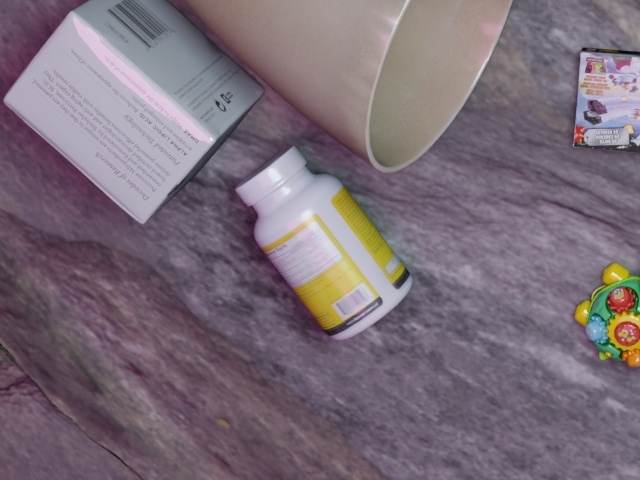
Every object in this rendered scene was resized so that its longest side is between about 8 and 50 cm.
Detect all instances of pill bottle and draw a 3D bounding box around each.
[{"bbox_3d":[0.000,0.000,1.717,0.103,0.103,0.184,-34,98,23],"label":"pill bottle"}]

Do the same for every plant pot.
[{"bbox_3d":[0.000,-0.233,1.577,0.274,0.256,0.256,28,115,21],"label":"plant pot"}]

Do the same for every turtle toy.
[{"bbox_3d":[0.307,0.068,1.683,0.095,0.066,0.130,33,114,1],"label":"turtle toy"}]

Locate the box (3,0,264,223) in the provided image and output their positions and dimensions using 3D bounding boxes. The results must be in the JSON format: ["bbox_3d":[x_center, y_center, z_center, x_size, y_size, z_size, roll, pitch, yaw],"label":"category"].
[{"bbox_3d":[-0.175,-0.139,1.669,0.182,0.181,0.119,42,114,-3],"label":"box"}]

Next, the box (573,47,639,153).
[{"bbox_3d":[0.309,-0.128,1.633,0.137,0.027,0.094,7,109,12],"label":"box"}]
